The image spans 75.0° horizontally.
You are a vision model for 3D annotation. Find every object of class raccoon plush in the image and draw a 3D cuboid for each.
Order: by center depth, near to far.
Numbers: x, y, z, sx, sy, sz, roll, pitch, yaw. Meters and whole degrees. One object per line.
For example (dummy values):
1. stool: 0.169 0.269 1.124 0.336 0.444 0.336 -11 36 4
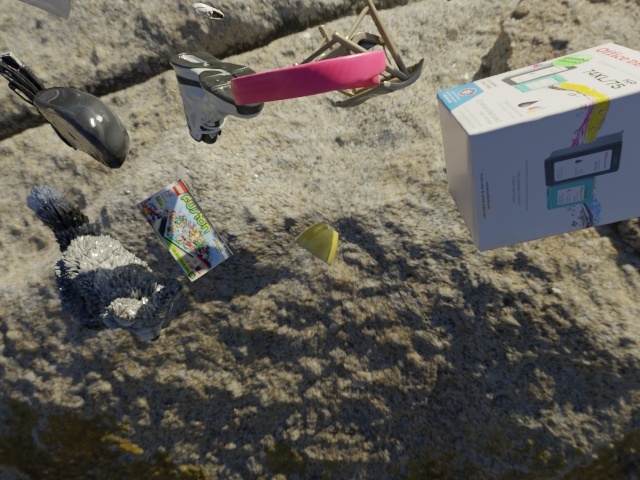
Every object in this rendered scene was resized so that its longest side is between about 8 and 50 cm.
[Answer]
1. raccoon plush: -0.527 0.056 0.972 0.446 0.299 0.216 50 54 -19

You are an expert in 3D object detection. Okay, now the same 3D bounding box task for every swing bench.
1. swing bench: 0.104 -0.484 1.149 0.254 0.253 0.165 37 78 -25

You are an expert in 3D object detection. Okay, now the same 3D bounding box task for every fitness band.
1. fitness band: -0.024 -0.270 0.701 0.208 0.290 0.054 -24 115 -37

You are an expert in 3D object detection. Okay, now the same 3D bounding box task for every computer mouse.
1. computer mouse: -0.402 -0.208 0.694 0.272 0.189 0.072 29 67 30

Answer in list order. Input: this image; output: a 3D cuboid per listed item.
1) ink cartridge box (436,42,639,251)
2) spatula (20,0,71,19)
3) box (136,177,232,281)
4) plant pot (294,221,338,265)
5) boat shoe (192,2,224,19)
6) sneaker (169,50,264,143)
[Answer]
1. ink cartridge box: 0.341 -0.141 0.629 0.269 0.198 0.197 -14 123 9
2. spatula: -0.336 -0.341 0.392 0.019 0.242 0.168 42 110 22
3. box: -0.305 -0.023 0.945 0.114 0.036 0.207 -36 102 -16
4. plant pot: 0.000 0.000 1.275 0.134 0.134 0.095 34 90 3
5. boat shoe: -0.355 -0.725 1.326 0.100 0.035 0.035 2 120 -37
6. sneaker: -0.306 -0.409 1.308 0.169 0.258 0.447 -27 47 -28
